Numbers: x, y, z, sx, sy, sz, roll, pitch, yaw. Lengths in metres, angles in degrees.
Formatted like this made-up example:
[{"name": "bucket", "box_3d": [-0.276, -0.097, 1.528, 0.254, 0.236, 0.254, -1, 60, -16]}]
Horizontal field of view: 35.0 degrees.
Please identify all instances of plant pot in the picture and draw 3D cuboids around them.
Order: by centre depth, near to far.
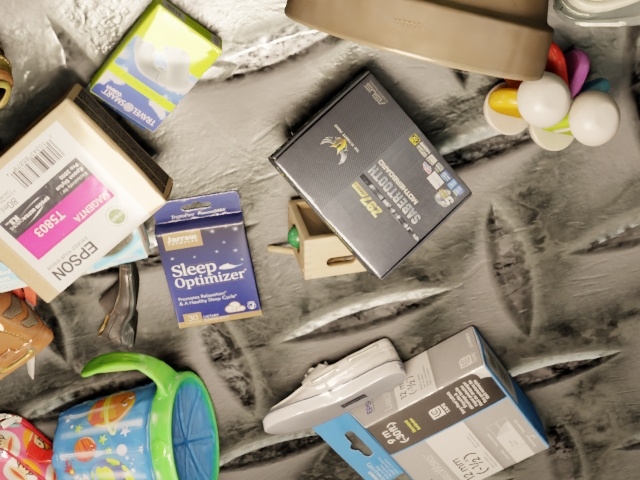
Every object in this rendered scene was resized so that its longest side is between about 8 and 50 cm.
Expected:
[{"name": "plant pot", "box_3d": [0.142, -0.362, 1.187, 0.323, 0.323, 0.280, 9, 108, -13]}]

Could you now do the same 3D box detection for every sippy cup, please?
[{"name": "sippy cup", "box_3d": [-0.308, 0.343, 1.674, 0.224, 0.305, 0.240, -9, 167, 12]}]

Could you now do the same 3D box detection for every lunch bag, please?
[{"name": "lunch bag", "box_3d": [-0.523, 0.437, 1.764, 0.258, 0.120, 0.293, -29, 123, 13]}]

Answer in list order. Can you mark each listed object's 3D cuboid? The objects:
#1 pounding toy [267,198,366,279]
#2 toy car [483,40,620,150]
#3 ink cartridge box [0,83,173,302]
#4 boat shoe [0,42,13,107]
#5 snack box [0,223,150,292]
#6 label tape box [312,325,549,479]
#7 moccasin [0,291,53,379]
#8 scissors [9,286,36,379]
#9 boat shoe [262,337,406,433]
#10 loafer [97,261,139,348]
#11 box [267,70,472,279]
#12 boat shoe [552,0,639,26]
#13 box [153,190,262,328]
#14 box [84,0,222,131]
[{"name": "pounding toy", "box_3d": [0.000, 0.000, 1.521, 0.141, 0.130, 0.100, -8, 126, -11]}, {"name": "toy car", "box_3d": [0.325, -0.206, 1.411, 0.182, 0.159, 0.136, 17, 85, -17]}, {"name": "ink cartridge box", "box_3d": [-0.349, -0.061, 1.372, 0.235, 0.088, 0.193, -39, 109, 13]}, {"name": "boat shoe", "box_3d": [-0.528, -0.150, 1.333, 0.307, 0.104, 0.111, -38, 154, 20]}, {"name": "snack box", "box_3d": [-0.429, -0.029, 1.465, 0.322, 0.060, 0.187, -14, 116, 3]}, {"name": "label tape box", "box_3d": [0.185, 0.335, 1.781, 0.348, 0.115, 0.249, -31, 123, 13]}, {"name": "moccasin", "box_3d": [-0.571, 0.229, 1.608, 0.380, 0.139, 0.147, -41, 114, 15]}, {"name": "scissors", "box_3d": [-0.453, 0.104, 1.596, 0.109, 0.021, 0.297, -11, 124, -1]}, {"name": "boat shoe", "box_3d": [0.016, 0.247, 1.716, 0.258, 0.084, 0.095, -23, 151, 2]}, {"name": "loafer", "box_3d": [-0.316, 0.099, 1.587, 0.061, 0.062, 0.170, 7, 123, -6]}, {"name": "box", "box_3d": [0.070, -0.090, 1.417, 0.183, 0.059, 0.232, -42, 101, -5]}, {"name": "boat shoe", "box_3d": [0.463, -0.348, 1.358, 0.319, 0.116, 0.099, -10, 169, -8]}, {"name": "box", "box_3d": [-0.174, 0.033, 1.571, 0.136, 0.036, 0.225, -9, 125, 0]}, {"name": "box", "box_3d": [-0.228, -0.229, 1.373, 0.109, 0.042, 0.178, 33, 115, -26]}]
